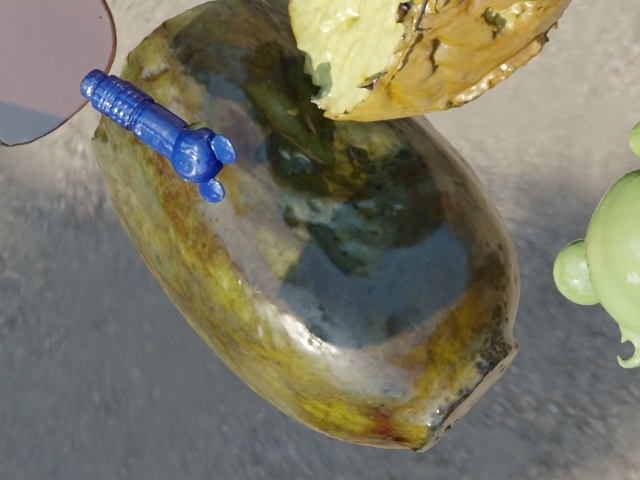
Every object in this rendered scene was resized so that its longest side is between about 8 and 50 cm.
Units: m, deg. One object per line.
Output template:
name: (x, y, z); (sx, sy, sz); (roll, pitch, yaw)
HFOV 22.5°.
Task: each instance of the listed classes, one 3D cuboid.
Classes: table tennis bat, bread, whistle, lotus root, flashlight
table tennis bat: (-0.276, -0.122, 1.258); (0.274, 0.021, 0.154); (-39, 115, 24)
bread: (0.090, -0.197, 1.064); (0.147, 0.160, 0.261); (-1, 133, -28)
whistle: (0.196, -0.040, 0.755); (0.105, 0.085, 0.227); (29, 89, 24)
lotus root: (0.000, 0.000, 1.200); (0.250, 0.250, 0.346); (-40, 71, -3)
flashlight: (-0.105, -0.076, 1.067); (0.121, 0.057, 0.035); (34, 45, 14)
